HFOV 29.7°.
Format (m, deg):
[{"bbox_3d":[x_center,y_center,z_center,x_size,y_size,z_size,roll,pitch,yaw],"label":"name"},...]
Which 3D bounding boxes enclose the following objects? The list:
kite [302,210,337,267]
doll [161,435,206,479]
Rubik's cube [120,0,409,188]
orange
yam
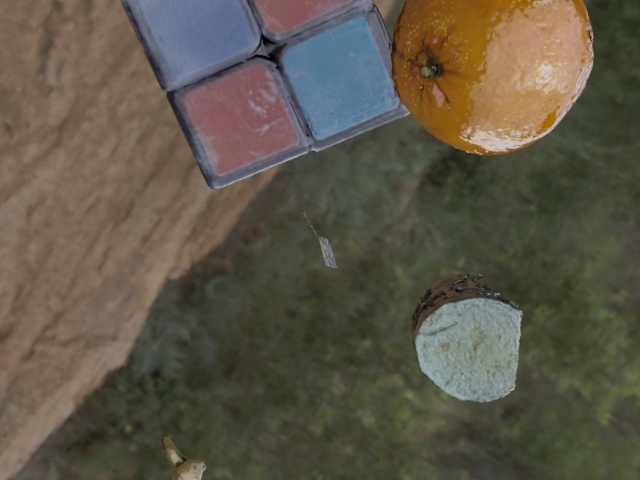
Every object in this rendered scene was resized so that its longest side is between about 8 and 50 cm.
[{"bbox_3d":[0.001,-0.002,1.330,0.002,0.078,0.044,-21,-172,18],"label":"kite"},{"bbox_3d":[-0.204,0.320,1.716,0.051,0.093,0.061,-49,138,-19],"label":"doll"},{"bbox_3d":[-0.072,-0.295,1.729,0.313,0.318,0.316,-22,-162,5],"label":"Rubik's cube"},{"bbox_3d":[0.150,-0.171,1.104,0.161,0.193,0.193,-2,125,-34],"label":"orange"},{"bbox_3d":[0.260,0.162,2.191,0.271,0.201,0.202,-49,143,-75],"label":"yam"}]
